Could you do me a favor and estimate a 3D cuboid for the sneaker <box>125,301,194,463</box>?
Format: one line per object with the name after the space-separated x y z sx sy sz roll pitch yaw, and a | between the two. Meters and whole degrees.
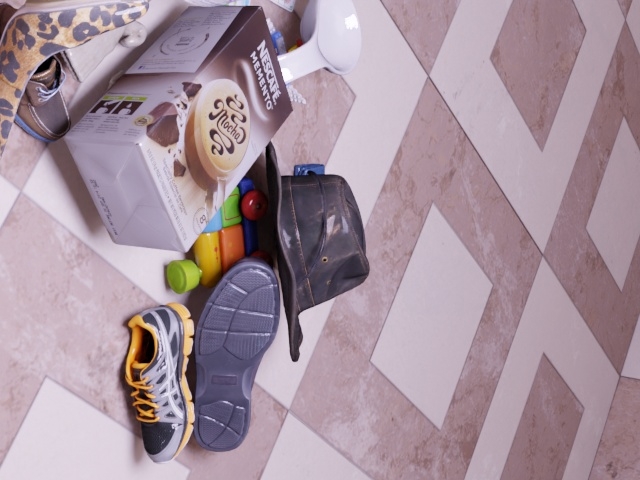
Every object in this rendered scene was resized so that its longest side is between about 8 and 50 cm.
-0.223 0.190 1.518 0.083 0.084 0.215 3 84 -53 | sneaker

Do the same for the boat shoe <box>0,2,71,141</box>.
-0.330 -0.186 1.297 0.066 0.066 0.183 -55 137 -32 | boat shoe

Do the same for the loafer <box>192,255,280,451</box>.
-0.126 0.148 1.586 0.095 0.109 0.303 -100 -159 -64 | loafer

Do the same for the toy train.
-0.149 0.043 1.577 0.143 0.105 0.248 -19 112 -40 | toy train

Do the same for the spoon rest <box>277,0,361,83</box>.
-0.009 -0.282 1.643 0.276 0.084 0.137 -43 123 -46 | spoon rest

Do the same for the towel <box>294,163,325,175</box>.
-0.015 -0.061 1.797 0.067 0.029 0.120 -14 108 -53 | towel

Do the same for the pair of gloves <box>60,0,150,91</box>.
-0.241 -0.234 1.435 0.204 0.042 0.240 -64 147 -32 | pair of gloves

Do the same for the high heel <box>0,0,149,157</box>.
-0.291 -0.166 1.221 0.093 0.261 0.186 -82 161 -66 | high heel

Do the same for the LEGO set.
-0.070 -0.310 1.648 0.244 0.060 0.183 17 87 -55 | LEGO set

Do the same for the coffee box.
-0.165 -0.147 1.422 0.297 0.118 0.168 -57 142 -39 | coffee box

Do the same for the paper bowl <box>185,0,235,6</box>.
-0.156 -0.427 1.391 0.284 0.148 0.284 24 62 -56 | paper bowl

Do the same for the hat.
0.000 0.000 1.612 0.331 0.133 0.332 172 -90 -87 | hat
